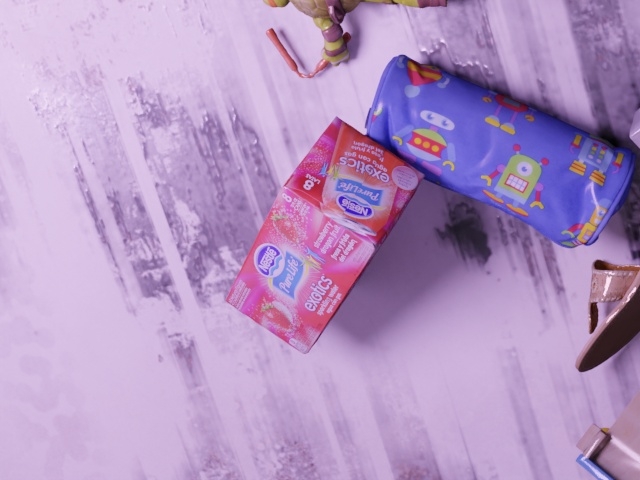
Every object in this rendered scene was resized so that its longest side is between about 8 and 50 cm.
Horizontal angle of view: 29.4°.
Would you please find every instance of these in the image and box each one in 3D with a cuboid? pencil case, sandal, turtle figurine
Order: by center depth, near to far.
[{"bbox_3d":[0.019,-0.294,1.320,0.217,0.087,0.269,-9,125,12],"label":"turtle figurine"},{"bbox_3d":[0.189,-0.095,1.350,0.306,0.119,0.133,23,106,7],"label":"pencil case"},{"bbox_3d":[0.349,0.041,1.387,0.079,0.088,0.240,54,129,31],"label":"sandal"}]

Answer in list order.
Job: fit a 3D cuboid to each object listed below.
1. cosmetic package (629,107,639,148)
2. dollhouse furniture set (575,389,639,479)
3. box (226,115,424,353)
[{"bbox_3d":[0.453,-0.078,1.289,0.238,0.107,0.127,43,118,-5],"label":"cosmetic package"},{"bbox_3d":[0.502,0.229,1.408,0.303,0.198,0.286,37,95,34],"label":"dollhouse furniture set"},{"bbox_3d":[0.000,0.000,1.382,0.123,0.128,0.257,33,144,2],"label":"box"}]
